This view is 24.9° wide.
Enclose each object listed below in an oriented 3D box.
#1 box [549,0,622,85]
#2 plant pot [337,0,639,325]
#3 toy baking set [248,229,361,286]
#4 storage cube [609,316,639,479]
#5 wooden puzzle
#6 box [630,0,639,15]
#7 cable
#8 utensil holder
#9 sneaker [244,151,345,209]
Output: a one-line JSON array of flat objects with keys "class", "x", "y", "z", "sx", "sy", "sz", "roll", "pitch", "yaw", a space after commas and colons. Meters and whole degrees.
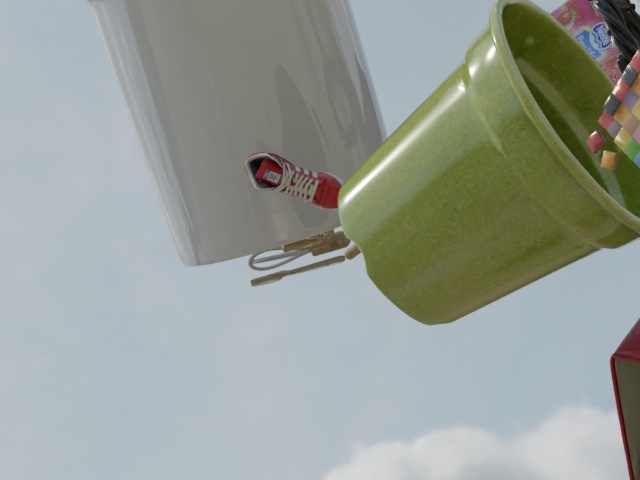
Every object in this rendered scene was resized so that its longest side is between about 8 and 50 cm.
[{"class": "box", "x": 0.397, "y": -0.228, "z": 2.018, "sx": 0.122, "sy": 0.257, "sz": 0.128, "roll": -35, "pitch": -55, "yaw": 18}, {"class": "plant pot", "x": 0.165, "y": -0.054, "z": 1.414, "sx": 0.254, "sy": 0.276, "sz": 0.276, "roll": -37, "pitch": -36, "yaw": 27}, {"class": "toy baking set", "x": 0.006, "y": -0.001, "z": 2.038, "sx": 0.196, "sy": 0.030, "sz": 0.256, "roll": -5, "pitch": -22, "yaw": -31}, {"class": "storage cube", "x": 0.430, "y": 0.151, "z": 1.480, "sx": 0.193, "sy": 0.183, "sz": 0.215, "roll": -43, "pitch": -50, "yaw": -39}, {"class": "wooden puzzle", "x": 0.178, "y": -0.071, "z": 0.799, "sx": 0.006, "sy": 0.049, "sz": 0.083, "roll": 4, "pitch": -54, "yaw": -36}, {"class": "box", "x": 0.463, "y": -0.303, "z": 1.843, "sx": 0.126, "sy": 0.072, "sz": 0.137, "roll": 14, "pitch": -56, "yaw": -12}, {"class": "cable", "x": 0.354, "y": -0.246, "z": 1.706, "sx": 0.047, "sy": 0.184, "sz": 0.151, "roll": -31, "pitch": -79, "yaw": 22}, {"class": "utensil holder", "x": -0.092, "y": -0.195, "z": 1.836, "sx": 0.327, "sy": 0.386, "sz": 0.327, "roll": -18, "pitch": 7, "yaw": 2}, {"class": "sneaker", "x": -0.027, "y": -0.063, "z": 1.560, "sx": 0.067, "sy": 0.118, "sz": 0.042, "roll": -5, "pitch": -63, "yaw": -68}]
